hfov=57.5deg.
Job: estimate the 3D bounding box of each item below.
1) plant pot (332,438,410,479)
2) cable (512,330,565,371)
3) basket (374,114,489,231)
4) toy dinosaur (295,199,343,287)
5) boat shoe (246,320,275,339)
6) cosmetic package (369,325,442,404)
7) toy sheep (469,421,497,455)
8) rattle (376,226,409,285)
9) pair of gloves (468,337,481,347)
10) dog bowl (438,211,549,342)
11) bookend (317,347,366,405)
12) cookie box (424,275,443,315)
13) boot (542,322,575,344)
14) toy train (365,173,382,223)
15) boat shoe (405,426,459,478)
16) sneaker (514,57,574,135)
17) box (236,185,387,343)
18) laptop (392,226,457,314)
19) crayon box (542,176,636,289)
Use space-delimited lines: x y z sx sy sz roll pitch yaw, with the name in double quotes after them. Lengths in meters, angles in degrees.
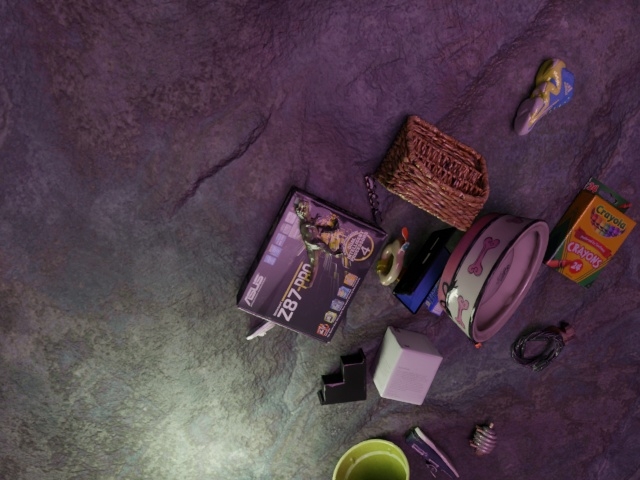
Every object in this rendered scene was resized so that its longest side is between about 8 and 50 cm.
0.214 0.879 2.017 0.275 0.276 0.254 -28 124 0 "plant pot"
0.759 0.372 2.032 0.150 0.047 0.184 36 117 -9 "cable"
0.344 -0.191 1.668 0.299 0.213 0.223 27 103 -19 "basket"
0.000 0.000 1.654 0.118 0.064 0.269 -9 111 -1 "toy dinosaur"
-0.185 0.284 1.828 0.100 0.035 0.035 -37 110 -4 "boat shoe"
0.274 0.405 1.899 0.151 0.151 0.184 16 107 -17 "cosmetic package"
0.594 0.718 2.113 0.091 0.091 0.132 20 99 -17 "toy sheep"
0.265 0.056 1.768 0.142 0.130 0.200 25 124 -6 "rattle"
0.549 0.325 2.002 0.083 0.010 0.074 -39 113 7 "pair of gloves"
0.510 0.095 1.747 0.407 0.150 0.408 -32 138 -34 "dog bowl"
0.069 0.448 1.916 0.157 0.072 0.156 -5 109 -9 "bookend"
0.382 0.174 1.871 0.040 0.092 0.107 27 103 -15 "cookie box"
0.838 0.338 2.052 0.118 0.042 0.087 -21 123 8 "boot"
0.159 -0.125 1.750 0.027 0.036 0.159 -16 113 -6 "toy train"
0.401 0.774 2.086 0.079 0.095 0.254 -42 110 3 "boat shoe"
0.675 -0.407 1.724 0.126 0.091 0.240 21 103 -18 "sneaker"
-0.029 0.077 1.752 0.318 0.097 0.395 25 102 -15 "box"
0.334 0.099 1.732 0.136 0.264 0.234 36 81 -6 "laptop"
0.879 -0.023 1.907 0.202 0.081 0.319 27 102 -18 "crayon box"
